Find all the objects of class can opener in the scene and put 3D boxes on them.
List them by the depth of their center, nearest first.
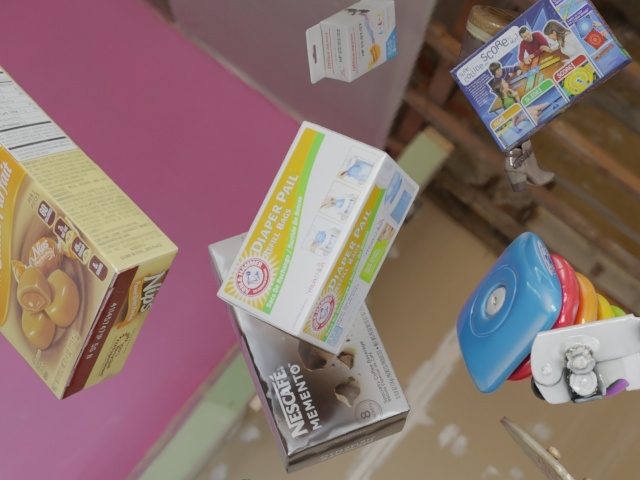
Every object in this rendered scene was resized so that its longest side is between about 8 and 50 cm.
[{"bbox_3d":[0.339,0.099,1.048,0.093,0.280,0.074,-22,98,-77],"label":"can opener"}]

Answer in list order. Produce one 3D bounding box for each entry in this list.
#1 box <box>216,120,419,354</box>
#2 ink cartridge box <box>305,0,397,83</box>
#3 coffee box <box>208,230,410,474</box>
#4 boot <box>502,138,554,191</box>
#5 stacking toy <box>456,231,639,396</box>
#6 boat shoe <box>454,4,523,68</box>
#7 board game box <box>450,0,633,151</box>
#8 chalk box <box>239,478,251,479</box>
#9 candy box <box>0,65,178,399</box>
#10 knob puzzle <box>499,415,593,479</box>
[{"bbox_3d":[0.000,0.000,1.105,0.103,0.203,0.114,24,-4,27],"label":"box"},{"bbox_3d":[0.057,-0.346,1.881,0.061,0.181,0.104,18,-51,35],"label":"ink cartridge box"},{"bbox_3d":[-0.019,0.128,1.398,0.119,0.168,0.297,95,-25,-68],"label":"coffee box"},{"bbox_3d":[0.375,-0.140,1.932,0.042,0.118,0.087,8,-68,50],"label":"boot"},{"bbox_3d":[0.333,0.133,1.315,0.301,0.166,0.175,26,28,-17],"label":"stacking toy"},{"bbox_3d":[0.330,-0.268,1.634,0.342,0.123,0.123,-2,33,-45],"label":"boat shoe"},{"bbox_3d":[0.287,-0.230,1.419,0.136,0.201,0.035,60,26,13],"label":"board game box"},{"bbox_3d":[-0.110,0.328,0.905,0.132,0.132,0.213,130,-51,-60],"label":"chalk box"},{"bbox_3d":[-0.296,-0.020,1.065,0.316,0.087,0.183,43,-55,19],"label":"candy box"},{"bbox_3d":[0.294,0.279,1.299,0.213,0.030,0.213,47,-3,3],"label":"knob puzzle"}]
